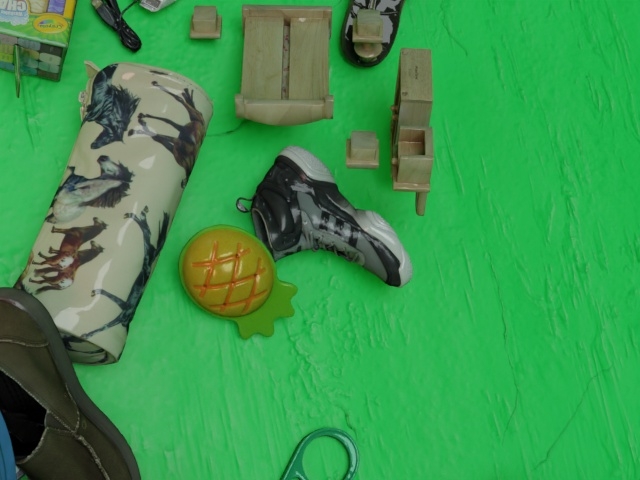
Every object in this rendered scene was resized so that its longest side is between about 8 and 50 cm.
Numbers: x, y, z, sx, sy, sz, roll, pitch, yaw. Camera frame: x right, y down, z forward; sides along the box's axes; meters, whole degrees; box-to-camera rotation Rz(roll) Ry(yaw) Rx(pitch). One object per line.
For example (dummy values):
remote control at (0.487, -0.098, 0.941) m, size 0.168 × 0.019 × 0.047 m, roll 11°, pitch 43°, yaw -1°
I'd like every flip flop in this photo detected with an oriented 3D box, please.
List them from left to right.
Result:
flip flop at (0.102, -0.403, 1.625) m, size 0.112 × 0.080 × 0.277 m, roll 20°, pitch 88°, yaw -10°

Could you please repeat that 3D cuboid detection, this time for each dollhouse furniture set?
dollhouse furniture set at (-0.021, -0.178, 1.501) m, size 0.355 × 0.174 × 0.303 m, roll 2°, pitch 54°, yaw 0°

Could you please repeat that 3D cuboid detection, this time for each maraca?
maraca at (-0.115, 0.059, 1.429) m, size 0.127 × 0.099 × 0.186 m, roll -42°, pitch 110°, yaw 5°

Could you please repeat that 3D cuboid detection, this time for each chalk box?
chalk box at (-0.406, -0.305, 1.396) m, size 0.132 × 0.132 × 0.213 m, roll 12°, pitch 73°, yaw -16°

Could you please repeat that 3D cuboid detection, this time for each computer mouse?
computer mouse at (-0.244, -0.372, 1.517) m, size 0.193 × 0.042 × 0.106 m, roll -43°, pitch 89°, yaw -16°

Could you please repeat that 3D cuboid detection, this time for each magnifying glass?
magnifying glass at (-0.042, 0.348, 1.427) m, size 0.231 × 0.026 × 0.092 m, roll -34°, pitch 90°, yaw -24°

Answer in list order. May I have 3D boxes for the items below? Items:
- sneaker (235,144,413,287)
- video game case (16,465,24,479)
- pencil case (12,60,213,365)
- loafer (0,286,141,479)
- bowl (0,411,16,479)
sneaker at (0.000, 0.000, 1.483) m, size 0.268 × 0.101 × 0.153 m, roll 45°, pitch 69°, yaw 2°
video game case at (-0.533, 0.250, 1.282) m, size 0.196 × 0.026 × 0.274 m, roll -39°, pitch 91°, yaw -22°
pencil case at (-0.290, -0.034, 1.359) m, size 0.183 × 0.160 × 0.410 m, roll 15°, pitch 72°, yaw 9°
loafer at (-0.342, 0.238, 1.233) m, size 0.366 × 0.133 × 0.130 m, roll 65°, pitch 25°, yaw -21°
bowl at (-0.517, 0.257, 1.144) m, size 0.391 × 0.077 × 0.391 m, roll 3°, pitch 100°, yaw 15°
